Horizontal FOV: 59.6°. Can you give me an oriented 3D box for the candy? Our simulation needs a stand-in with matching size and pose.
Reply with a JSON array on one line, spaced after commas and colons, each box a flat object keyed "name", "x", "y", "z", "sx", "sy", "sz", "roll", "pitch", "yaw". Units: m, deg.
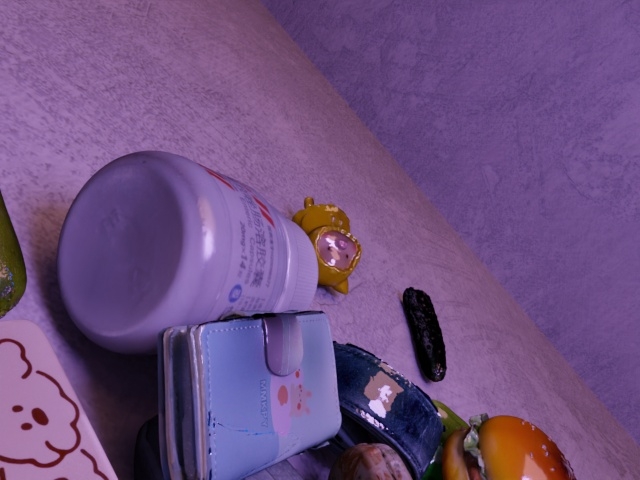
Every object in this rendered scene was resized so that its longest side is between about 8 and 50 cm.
[{"name": "candy", "x": 0.129, "y": 0.316, "z": 1.037, "sx": 0.097, "sy": 0.097, "sz": 0.323, "roll": 18, "pitch": 29, "yaw": -49}]

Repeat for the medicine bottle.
[{"name": "medicine bottle", "x": -0.158, "y": 0.031, "z": 0.759, "sx": 0.245, "sy": 0.245, "sz": 0.306, "roll": 58, "pitch": 17, "yaw": 23}]

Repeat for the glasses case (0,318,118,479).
[{"name": "glasses case", "x": -0.257, "y": 0.229, "z": 0.483, "sx": 0.336, "sy": 0.076, "sz": 0.144, "roll": 54, "pitch": 24, "yaw": 16}]

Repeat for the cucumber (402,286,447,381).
[{"name": "cucumber", "x": 0.264, "y": 0.234, "z": 1.382, "sx": 0.081, "sy": 0.072, "sz": 0.303, "roll": 38, "pitch": 25, "yaw": -27}]

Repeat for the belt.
[{"name": "belt", "x": 0.067, "y": 0.268, "z": 0.822, "sx": 0.267, "sy": 0.206, "sz": 0.116, "roll": 46, "pitch": 56, "yaw": -16}]

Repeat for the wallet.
[{"name": "wallet", "x": -0.066, "y": 0.165, "z": 0.625, "sx": 0.250, "sy": 0.075, "sz": 0.176, "roll": 8, "pitch": 73, "yaw": -58}]

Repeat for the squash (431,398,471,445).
[{"name": "squash", "x": 0.305, "y": 0.430, "z": 1.127, "sx": 0.292, "sy": 0.082, "sz": 0.082, "roll": 42, "pitch": 23, "yaw": -7}]

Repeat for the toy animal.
[{"name": "toy animal", "x": 0.005, "y": 0.002, "z": 1.242, "sx": 0.156, "sy": 0.156, "sz": 0.229, "roll": 31, "pitch": 38, "yaw": -33}]

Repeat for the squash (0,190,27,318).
[{"name": "squash", "x": -0.418, "y": -0.053, "z": 0.652, "sx": 0.087, "sy": 0.087, "sz": 0.331, "roll": 10, "pitch": 42, "yaw": -55}]

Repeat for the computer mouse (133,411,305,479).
[{"name": "computer mouse", "x": -0.067, "y": 0.328, "z": 0.607, "sx": 0.373, "sy": 0.114, "sz": 0.203, "roll": 54, "pitch": 24, "yaw": 18}]

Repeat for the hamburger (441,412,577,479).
[{"name": "hamburger", "x": 0.320, "y": 0.393, "z": 0.909, "sx": 0.246, "sy": 0.170, "sz": 0.246, "roll": 42, "pitch": 29, "yaw": -30}]

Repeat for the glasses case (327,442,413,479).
[{"name": "glasses case", "x": 0.105, "y": 0.425, "z": 0.600, "sx": 0.098, "sy": 0.156, "sz": 0.425, "roll": 4, "pitch": 37, "yaw": -26}]
